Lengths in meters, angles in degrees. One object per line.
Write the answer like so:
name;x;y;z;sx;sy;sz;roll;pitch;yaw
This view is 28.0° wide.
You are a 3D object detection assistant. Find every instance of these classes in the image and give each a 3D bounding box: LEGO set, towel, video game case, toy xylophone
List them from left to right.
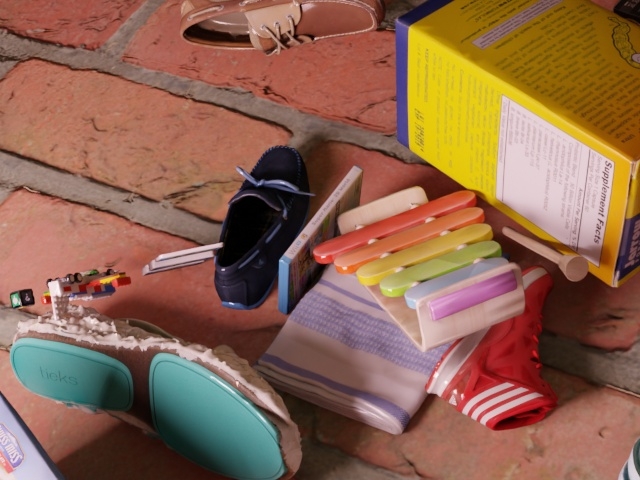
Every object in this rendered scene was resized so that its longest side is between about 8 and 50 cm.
LEGO set;-0.244;0.055;1.533;0.244;0.182;0.060;-11;87;-16
video game case;0.000;0.000;1.557;0.015;0.119;0.166;29;60;15
towel;0.072;0.087;1.518;0.209;0.034;0.285;19;56;28
toy xylophone;0.145;0.020;1.433;0.236;0.081;0.323;-24;23;-16

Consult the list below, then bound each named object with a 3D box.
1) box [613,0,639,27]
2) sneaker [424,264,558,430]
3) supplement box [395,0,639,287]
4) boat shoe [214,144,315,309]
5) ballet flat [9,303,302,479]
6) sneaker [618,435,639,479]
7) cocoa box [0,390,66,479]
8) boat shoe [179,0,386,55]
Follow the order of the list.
box;0.564;-0.341;1.754;0.216;0.060;0.270;28;61;33
sneaker;0.224;0.131;1.427;0.128;0.087;0.221;39;59;14
supplement box;0.276;-0.147;1.490;0.195;0.194;0.356;-33;52;-26
boat shoe;-0.069;-0.032;1.624;0.109;0.089;0.258;-2;49;14
ballet flat;-0.174;0.151;1.467;0.409;0.147;0.147;17;55;28
sneaker;0.273;0.264;1.183;0.319;0.208;0.127;-24;48;-6
cocoa box;-0.325;0.337;1.264;0.231;0.228;0.347;-34;49;-16
boat shoe;-0.061;-0.321;1.875;0.324;0.123;0.116;3;57;26
